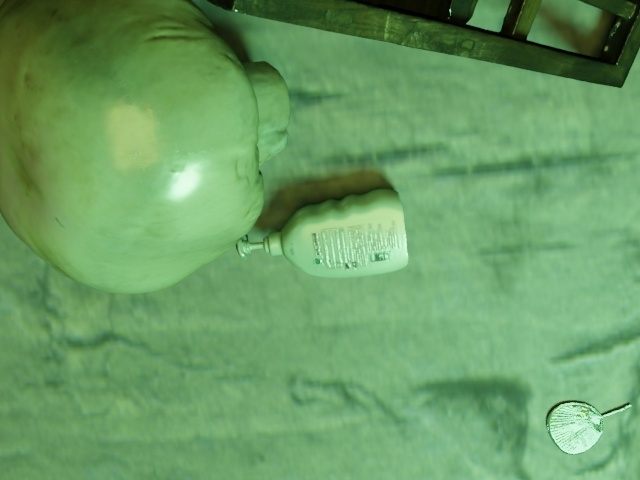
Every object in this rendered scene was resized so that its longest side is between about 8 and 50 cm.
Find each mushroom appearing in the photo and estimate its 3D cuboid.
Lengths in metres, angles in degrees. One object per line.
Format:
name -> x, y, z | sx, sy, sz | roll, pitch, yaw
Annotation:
mushroom -> -0.126, -0.089, 0.608 | 0.260, 0.234, 0.254 | 18, 125, 44

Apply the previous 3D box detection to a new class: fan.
fan -> 0.256, 0.175, 0.784 | 0.060, 0.003, 0.080 | 33, 108, -10

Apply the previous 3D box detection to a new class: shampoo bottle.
shampoo bottle -> 0.000, 0.000, 0.710 | 0.152, 0.045, 0.077 | -9, 111, 4

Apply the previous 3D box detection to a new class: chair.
chair -> 0.054, -0.247, 0.562 | 0.240, 0.416, 0.203 | 33, 114, 38
